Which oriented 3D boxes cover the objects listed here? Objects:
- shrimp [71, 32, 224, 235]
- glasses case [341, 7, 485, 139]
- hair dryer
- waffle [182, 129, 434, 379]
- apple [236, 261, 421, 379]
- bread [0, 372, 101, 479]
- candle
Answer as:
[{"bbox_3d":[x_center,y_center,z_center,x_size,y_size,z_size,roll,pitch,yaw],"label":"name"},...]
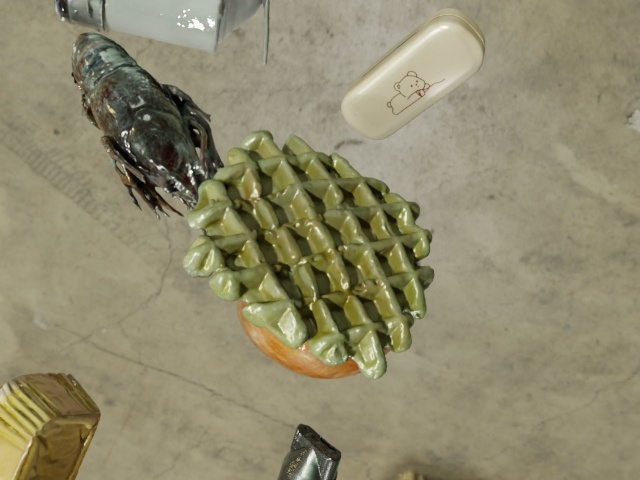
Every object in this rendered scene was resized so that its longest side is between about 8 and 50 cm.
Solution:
[{"bbox_3d":[-0.202,-0.141,0.954,0.372,0.172,0.137,53,157,7],"label":"shrimp"},{"bbox_3d":[0.110,-0.198,0.872,0.083,0.050,0.196,37,131,-21],"label":"glasses case"},{"bbox_3d":[-0.108,0.494,1.372,0.303,0.116,0.244,-8,125,-34],"label":"hair dryer"},{"bbox_3d":[0.000,0.000,0.850,0.309,0.291,0.056,29,141,-6],"label":"waffle"},{"bbox_3d":[0.022,0.068,1.074,0.302,0.301,0.301,5,133,6],"label":"apple"},{"bbox_3d":[-0.404,0.323,0.947,0.119,0.288,0.153,24,-179,27],"label":"bread"},{"bbox_3d":[-0.236,-0.417,1.119,0.343,0.221,0.221,9,134,-11],"label":"candle"}]
